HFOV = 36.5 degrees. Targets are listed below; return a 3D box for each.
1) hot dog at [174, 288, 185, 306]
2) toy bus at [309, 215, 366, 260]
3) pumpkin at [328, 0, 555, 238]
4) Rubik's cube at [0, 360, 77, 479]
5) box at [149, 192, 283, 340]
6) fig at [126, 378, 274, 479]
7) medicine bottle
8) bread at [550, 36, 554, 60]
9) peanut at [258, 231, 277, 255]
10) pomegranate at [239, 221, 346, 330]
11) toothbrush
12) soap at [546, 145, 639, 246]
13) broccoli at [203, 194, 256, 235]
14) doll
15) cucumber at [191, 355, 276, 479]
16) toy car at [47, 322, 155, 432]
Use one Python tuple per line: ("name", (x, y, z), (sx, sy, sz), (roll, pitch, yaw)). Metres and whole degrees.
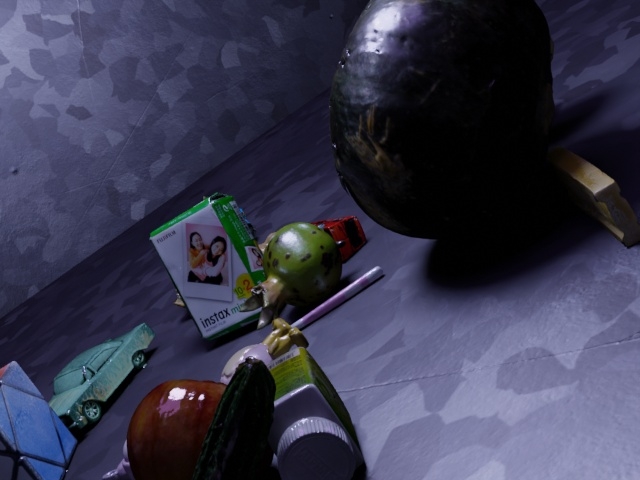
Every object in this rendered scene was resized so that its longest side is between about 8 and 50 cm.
("hot dog", (-0.232, 0.084, 2.114), (0.213, 0.103, 0.146), (-32, 34, 37))
("toy bus", (0.000, 0.000, 1.945), (0.089, 0.081, 0.195), (-31, 12, -32))
("pumpkin", (0.196, -0.216, 1.546), (0.344, 0.454, 0.454), (5, 32, 22))
("Rubik's cube", (-0.581, 0.374, 1.701), (0.207, 0.205, 0.205), (-32, 15, 6))
("box", (-0.193, 0.050, 1.853), (0.180, 0.250, 0.103), (-28, 0, 24))
("fig", (-0.153, 0.274, 1.246), (0.205, 0.205, 0.205), (-30, 16, 9))
("medicine bottle", (-0.014, 0.228, 1.175), (0.088, 0.132, 0.188), (-31, 17, 2))
("bread", (0.300, -0.281, 1.871), (0.333, 0.333, 0.160), (-25, 59, 26))
("peanut", (-0.109, 0.015, 2.153), (0.113, 0.054, 0.054), (-33, 15, -14))
("pomegranate", (-0.042, 0.069, 1.715), (0.156, 0.156, 0.220), (-17, 42, 45))
("toothbrush", (-0.012, 0.130, 1.678), (0.286, 0.020, 0.025), (-34, 24, -2))
("soap", (0.384, -0.069, 1.377), (0.037, 0.092, 0.252), (-33, 16, 7))
("broccoli", (-0.245, -0.041, 2.395), (0.154, 0.160, 0.167), (-17, 32, -10))
("doll", (-0.172, 0.257, 1.469), (0.365, 0.094, 0.160), (-35, 13, -10))
("cucumber", (-0.103, 0.258, 1.094), (0.265, 0.077, 0.077), (-71, 19, 1))
("toy car", (-0.462, 0.279, 1.953), (0.141, 0.097, 0.321), (-24, 17, 31))
